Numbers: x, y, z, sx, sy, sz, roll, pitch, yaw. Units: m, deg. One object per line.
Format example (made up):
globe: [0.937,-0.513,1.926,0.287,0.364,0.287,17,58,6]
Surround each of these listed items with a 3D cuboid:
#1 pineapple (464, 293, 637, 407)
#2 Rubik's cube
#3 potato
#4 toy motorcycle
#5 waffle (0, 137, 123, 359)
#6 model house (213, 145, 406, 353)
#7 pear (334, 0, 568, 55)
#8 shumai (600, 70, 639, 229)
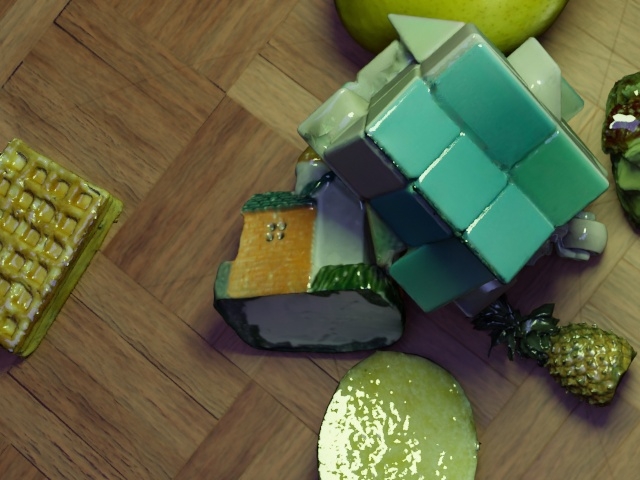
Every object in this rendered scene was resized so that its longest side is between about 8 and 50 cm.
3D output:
pineapple: [0.331,0.149,1.866,0.251,0.125,0.125,29,88,22]
Rubik's cube: [0.181,-0.122,1.733,0.358,0.368,0.387,-39,100,13]
potato: [0.111,0.319,1.878,0.239,0.116,0.299,9,65,1]
toy motorcycle: [0.299,-0.021,1.898,0.254,0.112,0.112,8,82,15]
waffle: [-0.488,0.015,2.076,0.213,0.091,0.308,30,87,16]
model house: [0.000,0.000,1.946,0.271,0.190,0.300,-5,63,20]
pear: [0.202,-0.435,1.868,0.418,0.362,0.362,-26,75,34]
shumai: [0.502,-0.145,1.825,0.189,0.218,0.255,-15,74,15]
